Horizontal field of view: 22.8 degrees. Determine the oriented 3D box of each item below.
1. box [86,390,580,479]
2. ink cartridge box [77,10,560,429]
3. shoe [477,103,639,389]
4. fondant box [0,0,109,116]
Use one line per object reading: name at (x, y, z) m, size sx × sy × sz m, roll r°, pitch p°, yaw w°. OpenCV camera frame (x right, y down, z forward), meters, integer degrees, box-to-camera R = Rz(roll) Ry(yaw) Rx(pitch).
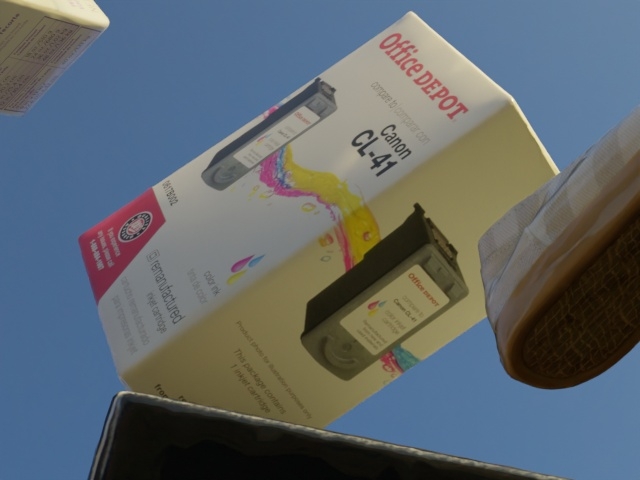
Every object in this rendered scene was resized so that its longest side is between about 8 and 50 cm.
box at (0.132, 0.311, 0.887) m, size 0.472 × 0.479 × 0.297 m, roll 65°, pitch -143°, yaw -68°
ink cartridge box at (0.000, 0.000, 1.100) m, size 0.306 × 0.226 × 0.131 m, roll -36°, pitch -62°, yaw 1°
shoe at (0.133, -0.037, 0.526) m, size 0.076 × 0.058 × 0.219 m, roll 30°, pitch -60°, yaw -33°
fondant box at (-0.291, -0.199, 0.917) m, size 0.096 × 0.238 × 0.330 m, roll -43°, pitch -13°, yaw 15°
